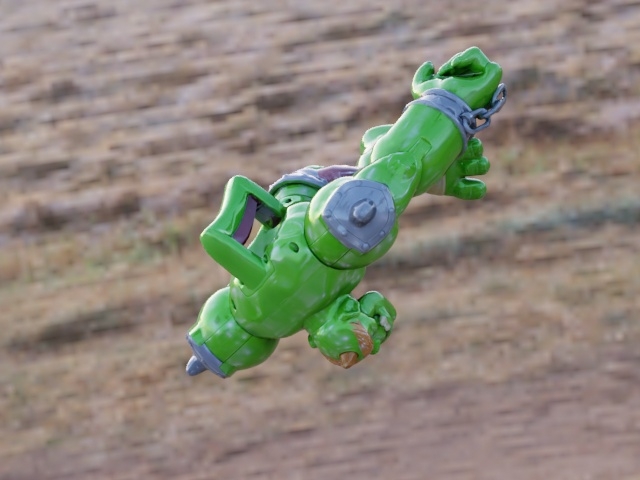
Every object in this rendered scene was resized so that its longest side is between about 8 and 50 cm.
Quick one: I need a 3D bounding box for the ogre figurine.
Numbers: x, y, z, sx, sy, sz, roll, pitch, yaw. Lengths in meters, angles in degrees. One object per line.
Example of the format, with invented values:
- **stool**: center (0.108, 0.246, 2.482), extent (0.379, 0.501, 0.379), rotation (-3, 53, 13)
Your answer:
- **ogre figurine**: center (0.000, 0.000, 0.879), extent (0.197, 0.097, 0.118), rotation (-20, 18, 35)
